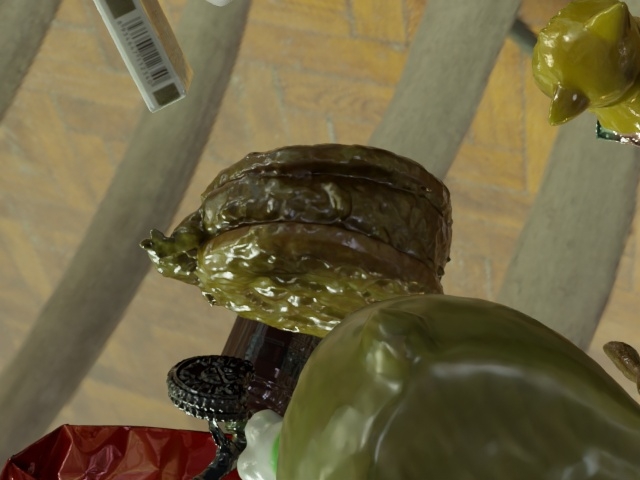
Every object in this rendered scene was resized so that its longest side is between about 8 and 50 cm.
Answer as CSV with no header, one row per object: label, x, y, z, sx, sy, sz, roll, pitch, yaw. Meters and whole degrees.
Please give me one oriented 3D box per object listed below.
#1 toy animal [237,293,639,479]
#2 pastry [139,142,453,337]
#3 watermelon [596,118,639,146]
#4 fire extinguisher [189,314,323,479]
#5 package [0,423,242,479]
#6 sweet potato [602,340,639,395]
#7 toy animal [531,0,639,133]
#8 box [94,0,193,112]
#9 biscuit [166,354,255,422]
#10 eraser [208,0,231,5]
toy animal,0.058,0.126,0.618,0.180,0.181,0.363,51,173,6
pastry,0.000,0.000,1.028,0.235,0.132,0.240,-3,154,28
watermelon,0.503,-0.195,1.556,0.318,0.148,0.226,-34,83,34
fire extinguisher,-0.052,0.104,1.215,0.102,0.344,0.138,15,158,19
package,-0.176,0.315,1.386,0.424,0.123,0.196,5,142,-13
sweet potato,0.284,0.115,1.057,0.026,0.115,0.026,-1,106,-5
toy animal,0.336,-0.196,1.322,0.156,0.230,0.156,-1,88,43
box,-0.131,-0.176,0.694,0.029,0.109,0.198,-25,105,2
biscuit,-0.083,0.119,0.944,0.089,0.087,0.027,21,114,39
eraser,-0.003,-0.251,0.745,0.059,0.204,0.243,29,115,-15
